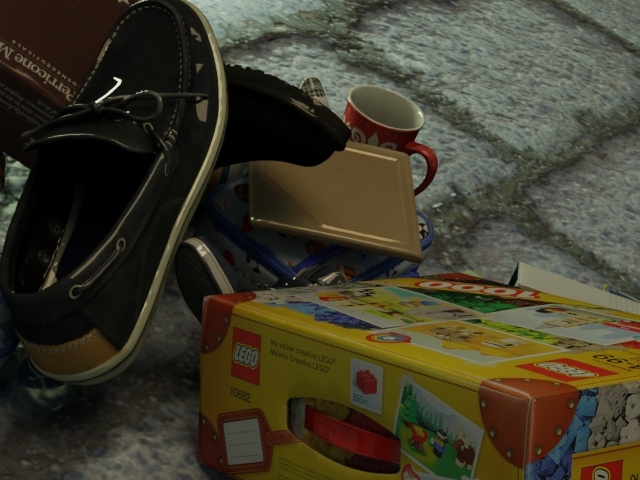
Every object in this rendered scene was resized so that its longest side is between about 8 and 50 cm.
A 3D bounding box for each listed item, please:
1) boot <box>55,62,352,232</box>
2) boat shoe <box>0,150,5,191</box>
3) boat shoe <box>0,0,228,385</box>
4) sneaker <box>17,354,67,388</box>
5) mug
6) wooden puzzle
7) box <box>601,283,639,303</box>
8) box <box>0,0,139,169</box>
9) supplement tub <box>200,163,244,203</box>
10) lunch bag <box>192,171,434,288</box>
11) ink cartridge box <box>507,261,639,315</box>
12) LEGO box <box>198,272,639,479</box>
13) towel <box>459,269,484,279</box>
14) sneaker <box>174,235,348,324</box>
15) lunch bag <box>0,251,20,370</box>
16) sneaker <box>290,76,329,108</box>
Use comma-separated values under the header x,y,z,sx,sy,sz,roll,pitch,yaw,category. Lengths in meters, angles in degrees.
x,y,z,sx,sy,sz,roll,pitch,yaw,category
-0.151,-0.073,1.903,0.348,0.260,0.131,16,-12,30,boot
-0.523,-0.111,1.914,0.307,0.111,0.104,4,34,-27,boat shoe
-0.226,-0.089,1.746,0.186,0.156,0.500,-3,55,25,boat shoe
-0.268,0.133,1.763,0.135,0.058,0.052,-21,74,-23,sneaker
0.071,-0.104,2.219,0.113,0.169,0.150,0,38,-33,mug
0.013,-0.059,2.020,0.221,0.044,0.239,12,35,-14,wooden puzzle
0.387,0.128,2.171,0.059,0.054,0.169,25,30,5,box
-0.348,-0.294,2.026,0.191,0.143,0.381,34,47,-16,box
-0.209,-0.124,2.091,0.199,0.144,0.144,4,35,-19,supplement tub
0.000,0.000,2.067,0.243,0.115,0.303,36,37,22,lunch bag
0.369,0.156,2.008,0.332,0.165,0.065,21,30,-3,ink cartridge box
0.164,0.173,1.625,0.372,0.193,0.500,-4,10,-37,LEGO box
0.196,0.086,2.146,0.113,0.023,0.152,38,34,24,towel
-0.061,0.052,1.825,0.163,0.226,0.086,-44,32,-26,sneaker
-0.416,0.051,1.720,0.219,0.090,0.176,32,28,-8,lunch bag
-0.068,-0.166,2.211,0.090,0.095,0.235,-14,6,-42,sneaker
